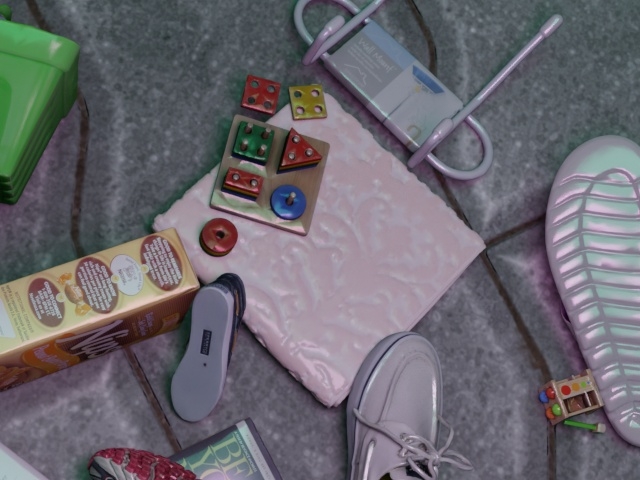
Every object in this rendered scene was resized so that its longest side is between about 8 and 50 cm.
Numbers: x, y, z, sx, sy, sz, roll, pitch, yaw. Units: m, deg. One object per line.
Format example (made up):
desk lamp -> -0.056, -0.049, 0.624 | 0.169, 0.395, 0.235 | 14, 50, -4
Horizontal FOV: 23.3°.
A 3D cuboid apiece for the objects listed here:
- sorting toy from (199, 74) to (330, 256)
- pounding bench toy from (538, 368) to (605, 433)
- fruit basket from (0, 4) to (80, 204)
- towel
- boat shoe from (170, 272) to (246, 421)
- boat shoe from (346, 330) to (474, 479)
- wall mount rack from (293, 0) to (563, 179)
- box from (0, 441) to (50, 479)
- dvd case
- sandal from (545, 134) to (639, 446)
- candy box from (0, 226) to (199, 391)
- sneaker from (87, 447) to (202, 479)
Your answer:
sorting toy -> -0.058, -0.098, 1.989 | 0.132, 0.046, 0.274 | 17, 68, -8
pounding bench toy -> 0.328, 0.220, 2.024 | 0.065, 0.052, 0.083 | -15, 75, -18
fruit basket -> -0.419, -0.252, 1.841 | 0.283, 0.392, 0.392 | 14, 68, -8
towel -> 0.000, 0.000, 2.023 | 0.332, 0.053, 0.317 | 44, 67, 4
boat shoe -> -0.131, 0.131, 1.924 | 0.065, 0.083, 0.183 | 18, 109, 11
boat shoe -> 0.100, 0.280, 1.872 | 0.136, 0.156, 0.367 | 27, 68, -25
wall mount rack -> 0.148, -0.265, 2.112 | 0.350, 0.130, 0.304 | 44, 56, 3
box -> -0.445, 0.312, 1.744 | 0.345, 0.168, 0.215 | 38, 67, 1
dvd case -> -0.144, 0.334, 1.889 | 0.221, 0.018, 0.164 | -24, 78, -20
sandal -> 0.390, 0.070, 2.074 | 0.169, 0.102, 0.416 | -8, 86, -1
candy box -> -0.313, 0.096, 1.843 | 0.316, 0.183, 0.088 | -19, 77, -19
sneaker -> -0.159, 0.352, 1.813 | 0.299, 0.121, 0.112 | 39, 99, 10
